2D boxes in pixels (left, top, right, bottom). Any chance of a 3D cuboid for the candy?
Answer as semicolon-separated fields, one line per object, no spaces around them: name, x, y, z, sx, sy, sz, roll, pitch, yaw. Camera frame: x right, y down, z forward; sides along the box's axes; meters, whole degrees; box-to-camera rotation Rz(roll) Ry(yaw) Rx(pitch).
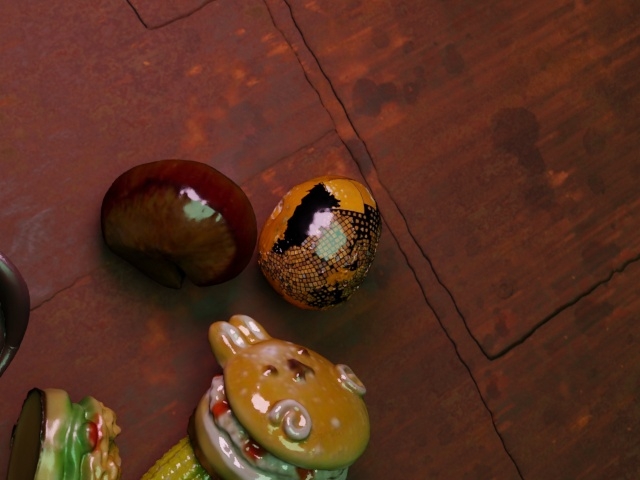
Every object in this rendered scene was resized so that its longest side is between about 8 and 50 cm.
candy;-0.245;0.399;1.874;0.199;0.106;0.094;-39;117;-14

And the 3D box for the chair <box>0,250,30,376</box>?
chair;-0.535;0.117;1.635;0.226;0.401;0.227;3;81;-21

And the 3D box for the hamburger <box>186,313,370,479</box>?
hamburger;-0.064;0.259;1.865;0.261;0.186;0.302;-9;45;-47

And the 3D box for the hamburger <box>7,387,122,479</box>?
hamburger;-0.375;0.335;1.767;0.148;0.237;0.237;15;78;-23

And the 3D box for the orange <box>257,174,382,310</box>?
orange;0.000;0.000;1.944;0.182;0.234;0.234;35;72;-6

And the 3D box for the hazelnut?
hazelnut;-0.222;-0.038;1.888;0.251;0.217;0.217;12;78;5
